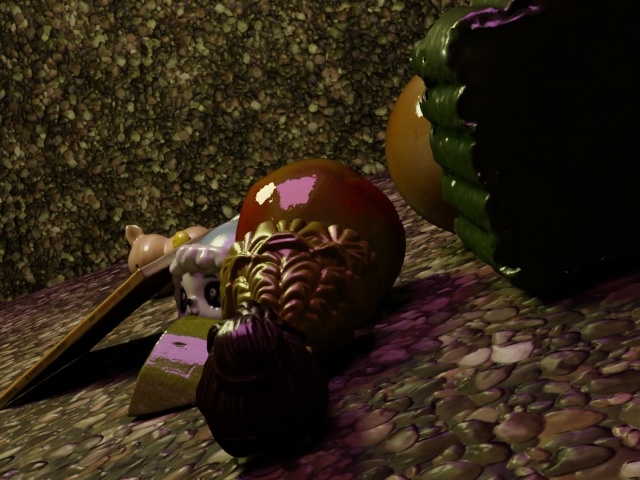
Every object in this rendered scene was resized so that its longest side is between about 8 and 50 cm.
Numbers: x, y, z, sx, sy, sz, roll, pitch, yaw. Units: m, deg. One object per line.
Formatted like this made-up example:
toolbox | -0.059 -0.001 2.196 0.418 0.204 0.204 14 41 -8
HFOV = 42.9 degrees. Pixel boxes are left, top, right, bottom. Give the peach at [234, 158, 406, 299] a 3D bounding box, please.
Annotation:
peach | 0.000 0.000 1.068 0.230 0.231 0.231 -20 7 3

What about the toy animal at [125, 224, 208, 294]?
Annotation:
toy animal | -0.335 0.039 1.915 0.247 0.165 0.149 -5 29 17

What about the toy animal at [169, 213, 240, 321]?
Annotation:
toy animal | -0.127 0.051 1.225 0.208 0.156 0.204 -7 18 45

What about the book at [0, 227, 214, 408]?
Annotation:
book | -0.348 0.124 1.341 0.374 0.028 0.262 -39 0 22

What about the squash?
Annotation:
squash | -0.134 0.128 0.996 0.184 0.085 0.192 -18 9 19

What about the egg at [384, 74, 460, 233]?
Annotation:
egg | 0.248 -0.144 1.178 0.282 0.283 0.351 -24 7 -26

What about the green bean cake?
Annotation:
green bean cake | 0.289 -0.133 0.883 0.319 0.335 0.218 -18 17 -2

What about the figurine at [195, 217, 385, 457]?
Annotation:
figurine | -0.040 0.103 0.800 0.187 0.168 0.315 19 21 0
